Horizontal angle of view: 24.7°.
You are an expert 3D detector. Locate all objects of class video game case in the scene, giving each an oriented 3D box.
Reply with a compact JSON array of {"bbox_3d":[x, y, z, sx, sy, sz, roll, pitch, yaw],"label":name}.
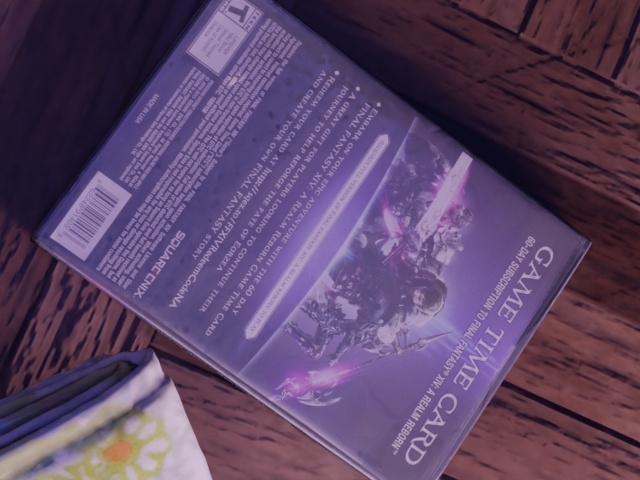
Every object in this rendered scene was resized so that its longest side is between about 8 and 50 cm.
[{"bbox_3d":[0.000,0.000,0.857,0.274,0.026,0.196,36,80,-9],"label":"video game case"}]

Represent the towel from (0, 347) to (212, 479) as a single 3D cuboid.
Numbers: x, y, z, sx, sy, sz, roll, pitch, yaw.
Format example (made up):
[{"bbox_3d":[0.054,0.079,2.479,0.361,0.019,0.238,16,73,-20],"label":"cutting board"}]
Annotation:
[{"bbox_3d":[-0.165,0.271,0.729,0.320,0.090,0.375,-23,107,-15],"label":"towel"}]
